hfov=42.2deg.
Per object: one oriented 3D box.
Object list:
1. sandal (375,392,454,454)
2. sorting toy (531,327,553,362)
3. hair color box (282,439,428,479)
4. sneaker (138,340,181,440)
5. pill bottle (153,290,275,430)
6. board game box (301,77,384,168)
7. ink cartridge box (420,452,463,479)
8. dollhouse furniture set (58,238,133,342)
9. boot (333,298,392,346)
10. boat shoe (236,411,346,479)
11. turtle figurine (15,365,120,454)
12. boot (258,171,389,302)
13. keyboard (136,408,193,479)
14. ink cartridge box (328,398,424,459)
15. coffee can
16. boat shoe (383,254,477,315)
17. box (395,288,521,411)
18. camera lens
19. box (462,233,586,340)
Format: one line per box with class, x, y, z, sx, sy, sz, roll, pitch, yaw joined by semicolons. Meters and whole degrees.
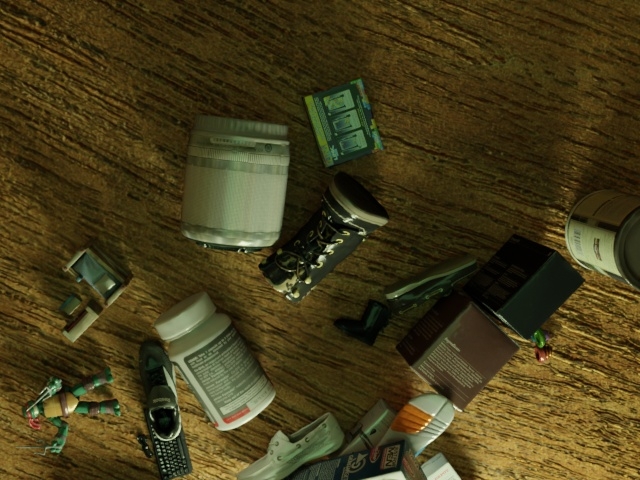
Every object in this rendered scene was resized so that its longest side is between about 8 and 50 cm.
sandal;0.201;0.431;1.890;0.102;0.076;0.265;40;114;3
sorting toy;0.535;0.244;1.984;0.042;0.061;0.102;-12;122;-5
hair color box;0.068;0.586;1.882;0.347;0.105;0.174;-21;110;22
sneaker;-0.359;0.341;1.865;0.078;0.106;0.234;-11;89;-11
pill bottle;-0.237;0.265;1.851;0.161;0.161;0.283;-31;100;-1
board game box;0.050;-0.262;1.863;0.141;0.048;0.170;-18;100;-1
ink cartridge box;0.298;0.609;2.009;0.109;0.063;0.150;-37;101;0
dollhouse furniture set;-0.525;0.113;1.812;0.129;0.129;0.184;44;92;-10
boot;0.102;0.182;1.935;0.121;0.045;0.099;28;97;-17
boat shoe;-0.081;0.486;1.937;0.277;0.098;0.096;-26;100;-11
turtle figurine;-0.575;0.366;1.851;0.234;0.118;0.175;-14;115;-19
boot;0.000;0.000;1.745;0.284;0.377;0.138;-44;87;7
keyboard;-0.369;0.473;1.936;0.108;0.023;0.180;-13;99;-4
ink cartridge box;0.134;0.495;1.966;0.139;0.082;0.191;43;91;-11
coffee can;0.696;-0.004;1.856;0.201;0.275;0.201;-1;99;-6
boat shoe;0.263;0.103;1.927;0.227;0.081;0.069;-23;103;5
box;0.310;0.246;1.904;0.167;0.168;0.203;42;92;-10
camera lens;-0.181;-0.121;1.770;0.219;0.219;0.274;6;98;-7
box;0.445;0.097;1.851;0.103;0.261;0.184;41;93;-10
